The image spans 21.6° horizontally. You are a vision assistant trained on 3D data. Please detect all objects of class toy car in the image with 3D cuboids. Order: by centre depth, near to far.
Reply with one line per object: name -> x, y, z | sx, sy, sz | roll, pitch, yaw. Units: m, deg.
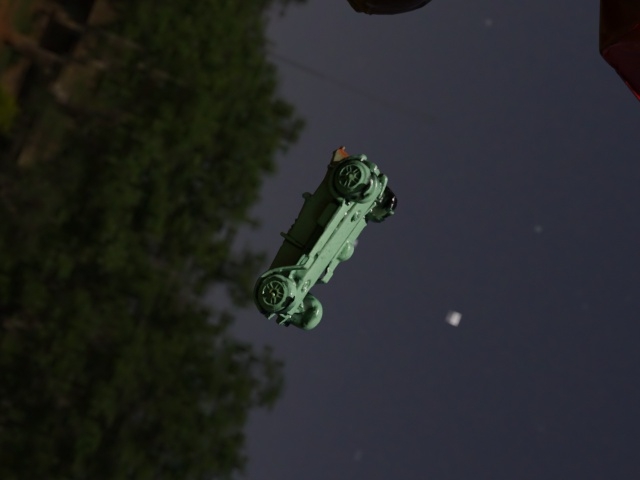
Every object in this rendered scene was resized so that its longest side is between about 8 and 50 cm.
toy car -> 0.000, 0.000, 1.281 | 0.143, 0.054, 0.073 | -56, 157, -1

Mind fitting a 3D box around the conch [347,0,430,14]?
conch -> 0.088, -0.286, 1.664 | 0.093, 0.330, 0.109 | 151, -69, -64

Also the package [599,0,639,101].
package -> 0.360, -0.214, 1.573 | 0.123, 0.423, 0.196 | -7, -110, 27
